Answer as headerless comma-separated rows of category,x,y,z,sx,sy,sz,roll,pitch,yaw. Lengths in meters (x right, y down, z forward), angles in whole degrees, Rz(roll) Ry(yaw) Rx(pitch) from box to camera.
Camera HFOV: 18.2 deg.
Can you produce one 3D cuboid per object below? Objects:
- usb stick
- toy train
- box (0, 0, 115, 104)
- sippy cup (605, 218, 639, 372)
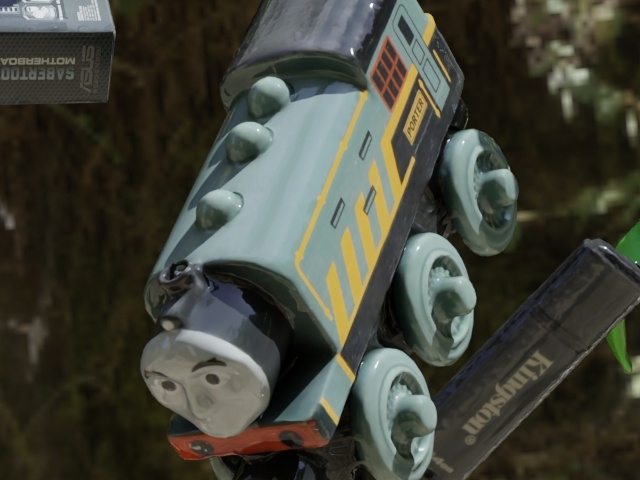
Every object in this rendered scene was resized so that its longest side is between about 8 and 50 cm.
usb stick,0.156,0.111,1.632,0.077,0.278,0.045,34,18,-29
toy train,0.000,0.000,1.117,0.142,0.190,0.334,-9,40,33
box,-0.234,-0.172,1.241,0.183,0.059,0.233,-2,40,-16
sippy cup,0.431,0.037,1.898,0.305,0.224,0.240,5,45,22
